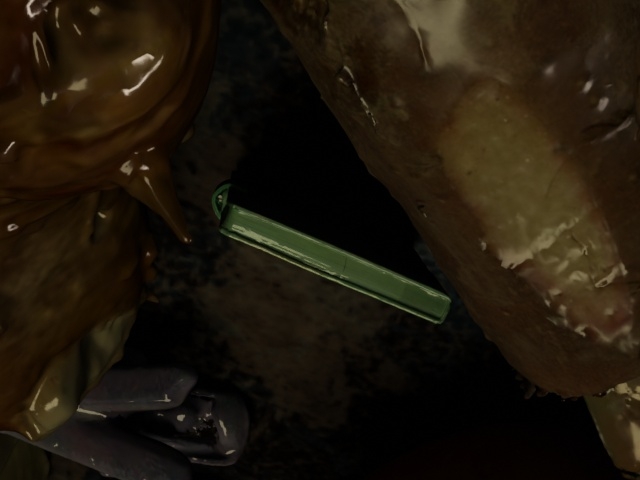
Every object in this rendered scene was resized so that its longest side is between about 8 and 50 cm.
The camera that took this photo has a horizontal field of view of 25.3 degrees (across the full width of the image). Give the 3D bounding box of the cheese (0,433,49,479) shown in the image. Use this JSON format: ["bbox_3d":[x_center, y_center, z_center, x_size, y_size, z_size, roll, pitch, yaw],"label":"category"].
[{"bbox_3d":[-0.321,0.175,0.813,0.266,0.242,0.124,10,126,8],"label":"cheese"}]

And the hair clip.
[{"bbox_3d":[-0.175,0.076,0.773,0.278,0.137,0.090,9,179,-1],"label":"hair clip"}]

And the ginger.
[{"bbox_3d":[-0.133,-0.040,0.541,0.254,0.176,0.418,41,149,28],"label":"ginger"}]

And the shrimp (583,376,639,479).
[{"bbox_3d":[0.247,0.061,0.616,0.267,0.145,0.061,-1,177,-2],"label":"shrimp"}]

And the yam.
[{"bbox_3d":[0.076,-0.059,0.535,0.128,0.129,0.238,-24,121,20],"label":"yam"}]

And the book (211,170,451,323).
[{"bbox_3d":[0.000,0.000,0.627,0.103,0.135,0.017,23,97,-6],"label":"book"}]

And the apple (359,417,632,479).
[{"bbox_3d":[0.120,0.257,0.728,0.348,0.277,0.348,9,135,9],"label":"apple"}]
